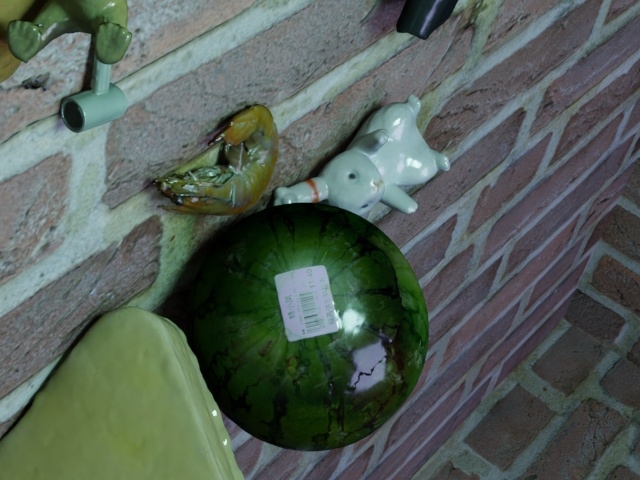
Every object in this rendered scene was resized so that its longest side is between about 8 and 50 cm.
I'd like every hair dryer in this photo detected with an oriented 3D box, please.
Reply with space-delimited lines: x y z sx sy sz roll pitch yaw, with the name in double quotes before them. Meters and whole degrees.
"hair dryer" -0.220 -0.169 1.254 0.063 0.038 0.124 -31 143 -48

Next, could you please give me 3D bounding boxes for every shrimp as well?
"shrimp" -0.120 -0.089 1.566 0.249 0.068 0.150 -32 138 -57

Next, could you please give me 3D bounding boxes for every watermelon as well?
"watermelon" -0.018 0.116 1.718 0.363 0.363 0.363 -46 158 -25

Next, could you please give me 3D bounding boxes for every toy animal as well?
"toy animal" 0.067 -0.091 1.854 0.282 0.138 0.140 -44 118 -39
"toy animal" -0.175 -0.242 1.034 0.101 0.103 0.218 -62 173 -59

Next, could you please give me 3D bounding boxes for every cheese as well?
"cheese" -0.223 0.315 1.545 0.384 0.384 0.104 -54 165 -3

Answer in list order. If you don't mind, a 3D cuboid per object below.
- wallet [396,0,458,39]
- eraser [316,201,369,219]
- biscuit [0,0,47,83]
"wallet" 0.219 -0.470 1.675 0.406 0.062 0.228 -65 176 27
"eraser" 0.001 0.001 1.966 0.243 0.059 0.204 -31 149 -40
"biscuit" -0.219 -0.289 1.042 0.355 0.052 0.275 -53 160 -4
